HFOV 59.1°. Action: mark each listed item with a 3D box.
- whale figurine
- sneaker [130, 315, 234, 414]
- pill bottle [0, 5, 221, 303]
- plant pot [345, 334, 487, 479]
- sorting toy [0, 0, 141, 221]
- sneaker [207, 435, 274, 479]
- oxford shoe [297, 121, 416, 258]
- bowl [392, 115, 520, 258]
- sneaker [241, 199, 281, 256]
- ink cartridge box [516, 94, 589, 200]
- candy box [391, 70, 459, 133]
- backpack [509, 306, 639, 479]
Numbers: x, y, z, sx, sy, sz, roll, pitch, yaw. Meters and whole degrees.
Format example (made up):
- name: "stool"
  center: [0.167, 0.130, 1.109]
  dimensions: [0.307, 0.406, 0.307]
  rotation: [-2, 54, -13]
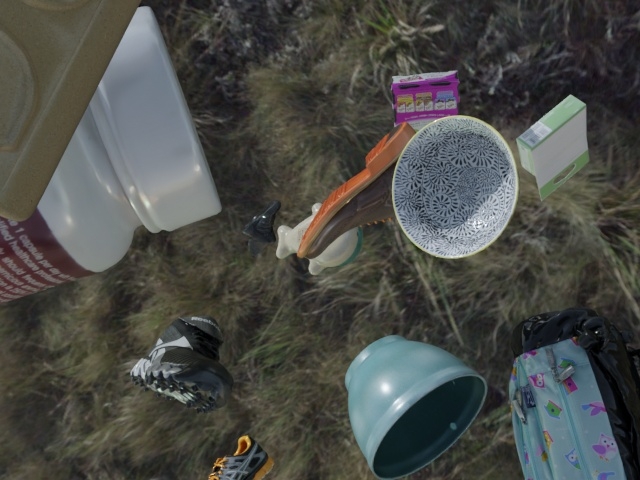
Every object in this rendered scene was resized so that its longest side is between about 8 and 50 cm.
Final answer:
- name: "whale figurine"
  center: [0.000, 0.000, 1.651]
  dimensions: [0.272, 0.141, 0.216]
  rotation: [-9, 72, 32]
- name: "sneaker"
  center: [-0.147, 0.128, 0.637]
  dimensions: [0.078, 0.106, 0.234]
  rotation: [38, 155, -18]
- name: "pill bottle"
  center: [-0.301, -0.052, 0.481]
  dimensions: [0.392, 0.224, 0.224]
  rotation: [-18, 86, -7]
- name: "plant pot"
  center: [0.174, 0.327, 1.197]
  dimensions: [0.196, 0.293, 0.293]
  rotation: [46, 112, 41]
- name: "sorting toy"
  center: [-0.228, -0.104, 0.284]
  dimensions: [0.041, 0.229, 0.307]
  rotation: [11, 74, 37]
- name: "sneaker"
  center: [-0.182, 0.461, 1.085]
  dimensions: [0.084, 0.215, 0.083]
  rotation: [-32, 88, 34]
- name: "oxford shoe"
  center: [0.091, -0.067, 1.160]
  dimensions: [0.133, 0.130, 0.363]
  rotation: [40, 116, -10]
- name: "bowl"
  center: [0.181, -0.063, 0.700]
  dimensions: [0.170, 0.080, 0.170]
  rotation: [1, 91, 43]
- name: "sneaker"
  center: [-0.146, -0.032, 1.537]
  dimensions: [0.170, 0.051, 0.089]
  rotation: [-38, 110, 23]
- name: "ink cartridge box"
  center: [0.587, -0.225, 1.413]
  dimensions: [0.171, 0.235, 0.056]
  rotation: [-40, 54, 1]
- name: "candy box"
  center: [0.264, -0.292, 1.397]
  dimensions: [0.159, 0.071, 0.233]
  rotation: [-1, 128, 12]
- name: "backpack"
  center: [0.232, 0.162, 0.494]
  dimensions: [0.115, 0.152, 0.181]
  rotation: [-24, 60, 39]
